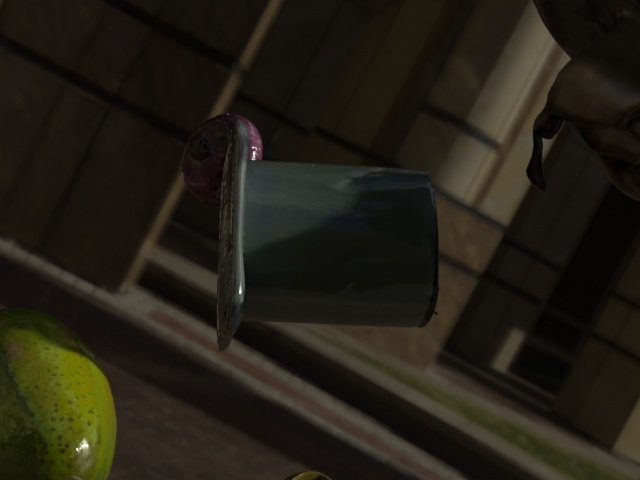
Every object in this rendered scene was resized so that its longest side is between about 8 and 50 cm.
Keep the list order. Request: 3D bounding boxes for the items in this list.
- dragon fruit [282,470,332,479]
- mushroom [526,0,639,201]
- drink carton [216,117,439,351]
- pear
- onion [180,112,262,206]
[{"bbox_3d":[0.023,0.276,0.890,0.224,0.224,0.227,28,15,10],"label":"dragon fruit"},{"bbox_3d":[0.275,-0.126,0.907,0.362,0.294,0.362,45,0,0],"label":"mushroom"},{"bbox_3d":[0.000,0.000,1.191,0.189,0.186,0.191,-1,-16,-9],"label":"drink carton"},{"bbox_3d":[-0.253,0.158,1.114,0.187,0.187,0.219,25,8,-47],"label":"pear"},{"bbox_3d":[-0.113,-0.095,1.594,0.104,0.115,0.115,32,-1,-41],"label":"onion"}]
